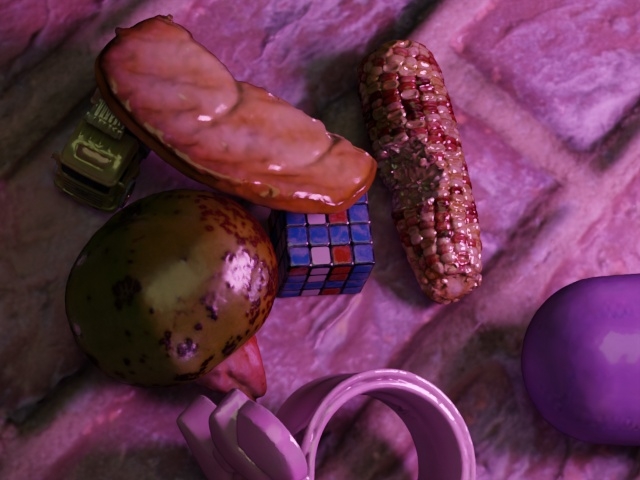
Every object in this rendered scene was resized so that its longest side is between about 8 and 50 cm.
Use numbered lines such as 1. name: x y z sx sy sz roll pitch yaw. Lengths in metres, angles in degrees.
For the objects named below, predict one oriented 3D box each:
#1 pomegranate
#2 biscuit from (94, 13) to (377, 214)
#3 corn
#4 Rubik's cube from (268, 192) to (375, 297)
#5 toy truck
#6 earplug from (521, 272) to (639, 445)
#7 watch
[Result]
1. pomegranate: -0.125 0.071 1.914 0.214 0.214 0.248 -48 116 -22
2. biscuit: -0.092 -0.112 1.937 0.299 0.045 0.154 35 51 1
3. corn: 0.107 -0.075 2.046 0.098 0.098 0.289 -8 72 -12
4. Rubik's cube: 0.000 0.000 1.999 0.092 0.092 0.092 -3 70 -11
5. toy truck: -0.200 -0.132 2.005 0.085 0.116 0.191 28 67 4
6. earplug: 0.431 0.117 1.972 0.456 0.215 0.215 0 69 -6
7. watch: 0.016 0.210 1.881 0.217 0.211 0.248 -35 97 -24
